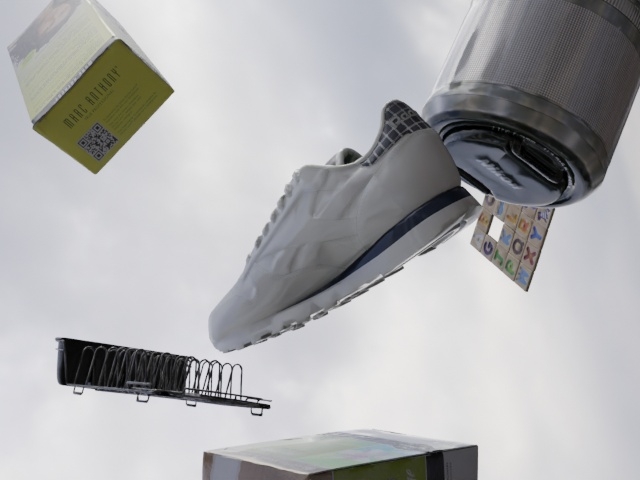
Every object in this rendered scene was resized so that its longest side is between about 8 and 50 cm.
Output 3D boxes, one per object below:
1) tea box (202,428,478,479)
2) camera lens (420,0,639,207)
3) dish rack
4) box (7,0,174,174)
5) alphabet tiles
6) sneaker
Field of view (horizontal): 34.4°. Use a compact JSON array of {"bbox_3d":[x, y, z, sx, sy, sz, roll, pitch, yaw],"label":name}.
[{"bbox_3d":[0.029,0.436,1.374,0.324,0.220,0.328,3,-93,-44],"label":"tea box"},{"bbox_3d":[0.256,-0.191,1.201,0.219,0.219,0.274,46,-117,-48],"label":"camera lens"},{"bbox_3d":[-0.202,0.178,1.342,0.208,0.272,0.074,13,-101,-40],"label":"dish rack"},{"bbox_3d":[-0.182,-0.132,0.787,0.058,0.087,0.232,42,-177,-31],"label":"box"},{"bbox_3d":[0.344,-0.059,1.810,0.198,0.009,0.237,-131,50,-57],"label":"alphabet tiles"},{"bbox_3d":[0.000,0.000,0.714,0.094,0.235,0.090,58,-150,5],"label":"sneaker"}]
